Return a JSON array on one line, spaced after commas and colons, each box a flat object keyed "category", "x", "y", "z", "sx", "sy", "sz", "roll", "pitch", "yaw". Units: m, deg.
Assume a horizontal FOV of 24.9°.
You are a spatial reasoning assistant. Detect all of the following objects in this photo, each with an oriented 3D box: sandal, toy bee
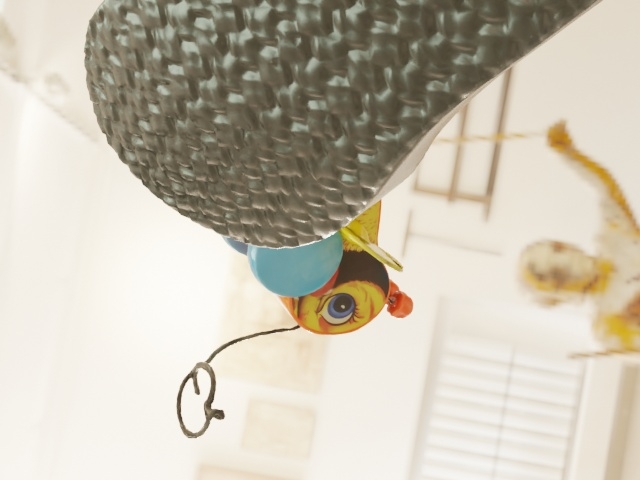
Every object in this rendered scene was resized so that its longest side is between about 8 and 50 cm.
[{"category": "sandal", "x": 0.024, "y": -0.111, "z": 0.688, "sx": 0.107, "sy": 0.167, "sz": 0.446, "roll": -40, "pitch": 8, "yaw": -34}, {"category": "toy bee", "x": 0.000, "y": 0.000, "z": 1.106, "sx": 0.298, "sy": 0.162, "sz": 0.195, "roll": -62, "pitch": 34, "yaw": 36}]
